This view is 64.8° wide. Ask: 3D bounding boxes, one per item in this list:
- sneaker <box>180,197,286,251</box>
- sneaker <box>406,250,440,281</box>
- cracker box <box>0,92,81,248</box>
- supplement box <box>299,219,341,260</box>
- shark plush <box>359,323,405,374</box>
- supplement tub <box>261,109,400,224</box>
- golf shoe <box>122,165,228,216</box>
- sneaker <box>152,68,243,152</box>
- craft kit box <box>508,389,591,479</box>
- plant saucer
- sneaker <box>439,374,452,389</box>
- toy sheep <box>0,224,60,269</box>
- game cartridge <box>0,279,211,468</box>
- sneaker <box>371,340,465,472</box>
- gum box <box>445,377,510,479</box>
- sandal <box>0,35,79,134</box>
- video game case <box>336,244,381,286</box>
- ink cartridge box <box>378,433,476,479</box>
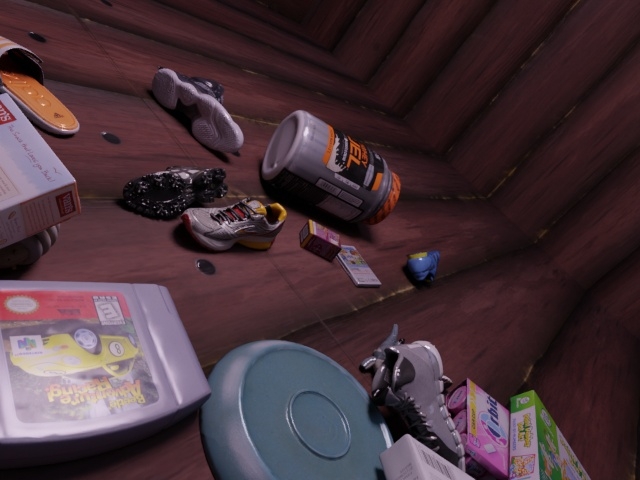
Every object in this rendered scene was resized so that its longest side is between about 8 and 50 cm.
[{"bbox_3d":[-0.153,-0.041,0.912,0.225,0.093,0.088,-3,49,-53],"label":"sneaker"},{"bbox_3d":[0.280,0.070,1.352,0.209,0.069,0.082,-3,80,-66],"label":"sneaker"},{"bbox_3d":[-0.401,-0.050,0.524,0.232,0.067,0.156,-32,70,-33],"label":"cracker box"},{"bbox_3d":[0.000,0.000,1.102,0.083,0.043,0.055,27,28,-21],"label":"supplement box"},{"bbox_3d":[0.135,0.207,0.916,0.073,0.067,0.161,43,26,9],"label":"shark plush"},{"bbox_3d":[0.031,-0.165,1.240,0.315,0.194,0.194,24,29,-29],"label":"supplement tub"},{"bbox_3d":[-0.263,-0.092,0.893,0.093,0.077,0.198,19,21,40],"label":"golf shoe"},{"bbox_3d":[-0.260,-0.313,1.200,0.268,0.101,0.153,41,28,10],"label":"sneaker"},{"bbox_3d":[0.407,0.428,0.855,0.250,0.060,0.246,57,23,-3],"label":"craft kit box"},{"bbox_3d":[-0.010,0.254,0.680,0.317,0.044,0.318,30,27,-17],"label":"plant saucer"},{"bbox_3d":[0.223,0.262,0.984,0.083,0.031,0.035,29,27,-19],"label":"sneaker"},{"bbox_3d":[-0.364,-0.020,0.611,0.091,0.091,0.132,27,47,-24],"label":"toy sheep"},{"bbox_3d":[-0.264,0.130,0.537,0.294,0.060,0.196,7,44,-48],"label":"game cartridge"},{"bbox_3d":[0.134,0.267,0.765,0.132,0.086,0.229,9,60,-36],"label":"sneaker"},{"bbox_3d":[0.278,0.345,0.883,0.107,0.062,0.188,39,26,-1],"label":"gum box"},{"bbox_3d":[-0.510,-0.289,0.862,0.265,0.076,0.102,39,25,0],"label":"sandal"},{"bbox_3d":[0.079,0.057,1.152,0.087,0.011,0.122,6,41,-48],"label":"video game case"},{"bbox_3d":[0.208,0.397,0.614,0.275,0.060,0.239,39,14,-23],"label":"ink cartridge box"}]
